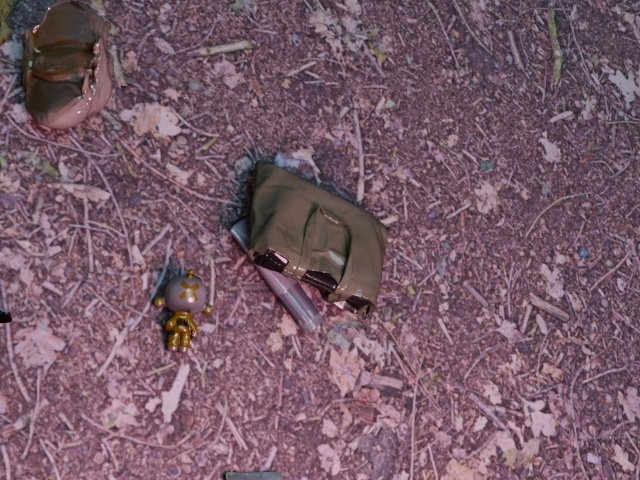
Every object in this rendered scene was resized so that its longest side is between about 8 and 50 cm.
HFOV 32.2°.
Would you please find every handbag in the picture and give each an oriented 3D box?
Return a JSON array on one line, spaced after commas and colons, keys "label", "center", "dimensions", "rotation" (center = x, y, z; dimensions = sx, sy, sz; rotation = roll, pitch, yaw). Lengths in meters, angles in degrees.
[{"label": "handbag", "center": [-0.003, 0.001, 2.137], "dimensions": [0.315, 0.109, 0.253], "rotation": [29, 41, -24]}]

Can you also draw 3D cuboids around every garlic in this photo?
[{"label": "garlic", "center": [-0.429, -0.302, 1.975], "dimensions": [0.143, 0.178, 0.229], "rotation": [24, 78, -57]}]

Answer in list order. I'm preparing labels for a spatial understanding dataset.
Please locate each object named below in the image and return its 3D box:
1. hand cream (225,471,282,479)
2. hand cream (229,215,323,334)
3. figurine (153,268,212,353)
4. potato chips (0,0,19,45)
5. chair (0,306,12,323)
[{"label": "hand cream", "center": [-0.096, 0.554, 1.922], "dimensions": [0.111, 0.070, 0.312], "rotation": [3, 67, -28]}, {"label": "hand cream", "center": [-0.085, 0.064, 2.113], "dimensions": [0.255, 0.048, 0.079], "rotation": [55, 26, -4]}, {"label": "figurine", "center": [-0.251, 0.127, 1.985], "dimensions": [0.101, 0.068, 0.143], "rotation": [34, 75, -9]}, {"label": "potato chips", "center": [-0.693, -0.483, 1.935], "dimensions": [0.358, 0.070, 0.429], "rotation": [23, 63, -26]}, {"label": "chair", "center": [-0.573, 0.039, 1.806], "dimensions": [0.212, 0.084, 0.101], "rotation": [33, 62, -16]}]
